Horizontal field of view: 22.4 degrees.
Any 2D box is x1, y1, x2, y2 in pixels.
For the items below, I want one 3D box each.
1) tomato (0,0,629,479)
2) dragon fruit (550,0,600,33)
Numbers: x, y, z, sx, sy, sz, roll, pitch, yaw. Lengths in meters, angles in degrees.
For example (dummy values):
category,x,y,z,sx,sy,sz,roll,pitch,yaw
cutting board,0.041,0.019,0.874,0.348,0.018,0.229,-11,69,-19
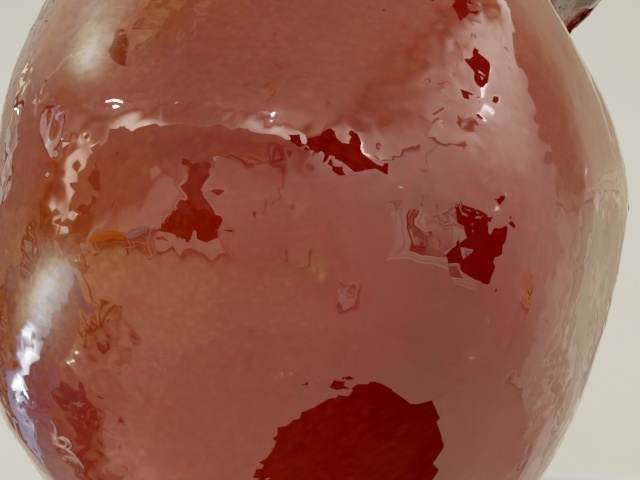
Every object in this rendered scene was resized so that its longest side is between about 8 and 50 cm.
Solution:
category,x,y,z,sx,sy,sz,roll,pitch,yaw
tomato,0.000,0.000,0.632,0.226,0.299,0.298,16,-1,15
dragon fruit,0.088,-0.135,0.944,0.147,0.096,0.102,-45,-12,17
